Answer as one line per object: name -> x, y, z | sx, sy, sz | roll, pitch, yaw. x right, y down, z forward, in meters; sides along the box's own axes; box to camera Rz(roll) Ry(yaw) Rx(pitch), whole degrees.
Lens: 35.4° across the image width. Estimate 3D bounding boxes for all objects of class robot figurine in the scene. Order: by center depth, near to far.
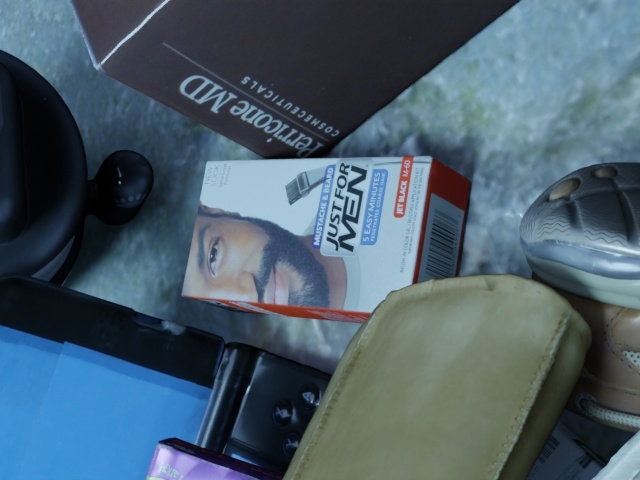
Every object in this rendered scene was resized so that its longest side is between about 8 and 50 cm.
robot figurine -> -0.242, -0.030, 0.662 | 0.209, 0.278, 0.174 | 35, 72, -5

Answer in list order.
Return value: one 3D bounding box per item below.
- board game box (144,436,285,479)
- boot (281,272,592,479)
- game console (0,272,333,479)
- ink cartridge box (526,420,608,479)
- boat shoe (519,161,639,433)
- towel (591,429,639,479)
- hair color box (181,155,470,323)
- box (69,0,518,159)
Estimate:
board game box -> -0.036, 0.294, 0.486 | 0.208, 0.056, 0.347 | 18, 85, 3
boot -> -0.020, 0.151, 0.421 | 0.236, 0.089, 0.270 | -12, 42, 51
game console -> -0.095, 0.195, 0.539 | 0.250, 0.173, 0.293 | 15, 85, 38
ink cartridge box -> 0.124, 0.128, 0.494 | 0.083, 0.028, 0.048 | 43, 102, 36
boat shoe -> 0.238, 0.052, 0.399 | 0.324, 0.123, 0.117 | 14, 117, 29
towel -> 0.124, 0.202, 0.390 | 0.282, 0.187, 0.049 | -50, 17, 11
hair color box -> 0.000, 0.000, 0.607 | 0.167, 0.053, 0.093 | 1, 77, 37
box -> 0.051, -0.220, 0.553 | 0.381, 0.191, 0.143 | -36, 58, 22
